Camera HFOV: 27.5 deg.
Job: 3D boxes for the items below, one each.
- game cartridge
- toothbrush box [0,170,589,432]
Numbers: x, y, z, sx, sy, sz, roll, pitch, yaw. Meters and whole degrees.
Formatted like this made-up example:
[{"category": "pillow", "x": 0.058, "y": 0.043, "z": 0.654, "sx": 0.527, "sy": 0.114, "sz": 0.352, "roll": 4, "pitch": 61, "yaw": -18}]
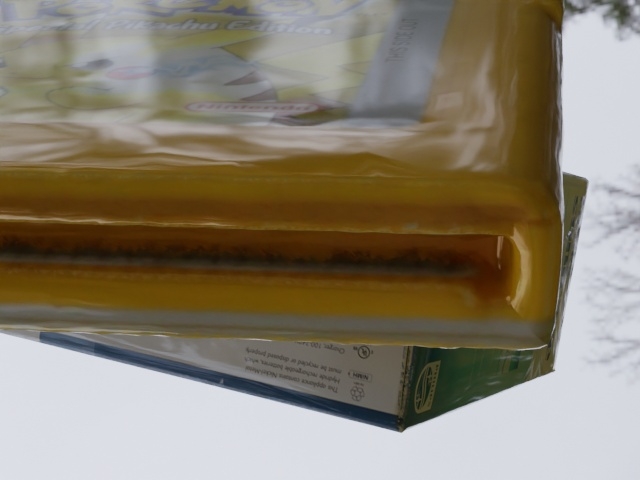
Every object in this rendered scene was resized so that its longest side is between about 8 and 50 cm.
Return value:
[{"category": "game cartridge", "x": -0.056, "y": -0.062, "z": 0.473, "sx": 0.323, "sy": 0.285, "sz": 0.052, "roll": -70, "pitch": -21, "yaw": -63}, {"category": "toothbrush box", "x": 0.000, "y": 0.000, "z": 0.682, "sx": 0.295, "sy": 0.216, "sz": 0.126, "roll": -2, "pitch": -78, "yaw": -69}]
